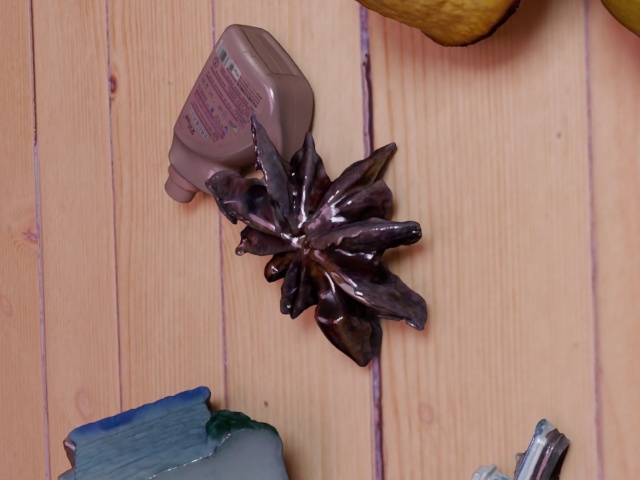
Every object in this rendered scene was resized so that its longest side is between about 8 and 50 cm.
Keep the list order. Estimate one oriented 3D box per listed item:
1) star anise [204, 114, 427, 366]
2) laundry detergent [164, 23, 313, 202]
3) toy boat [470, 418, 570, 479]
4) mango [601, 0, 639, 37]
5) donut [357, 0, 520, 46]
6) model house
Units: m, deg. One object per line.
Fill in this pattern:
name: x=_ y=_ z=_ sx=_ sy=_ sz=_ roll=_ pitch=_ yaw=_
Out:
star anise: x=0.003 y=-0.002 z=0.873 sx=0.283 sy=0.129 sz=0.212 roll=34 pitch=121 yaw=29
laundry detergent: x=-0.102 y=-0.111 z=0.999 sx=0.171 sy=0.076 sz=0.237 roll=55 pitch=127 yaw=28
toy boat: x=0.166 y=0.218 z=0.754 sx=0.066 sy=0.059 sz=0.140 roll=26 pitch=112 yaw=28
mango: x=0.260 y=-0.274 z=0.584 sx=0.195 sy=0.142 sz=0.331 roll=-24 pitch=67 yaw=41
donut: x=0.093 y=-0.312 z=0.694 sx=0.303 sy=0.110 sz=0.302 roll=-176 pitch=90 yaw=-72
model house: x=-0.178 y=0.325 z=1.025 sx=0.329 sy=0.252 sz=0.294 roll=25 pitch=135 yaw=65
